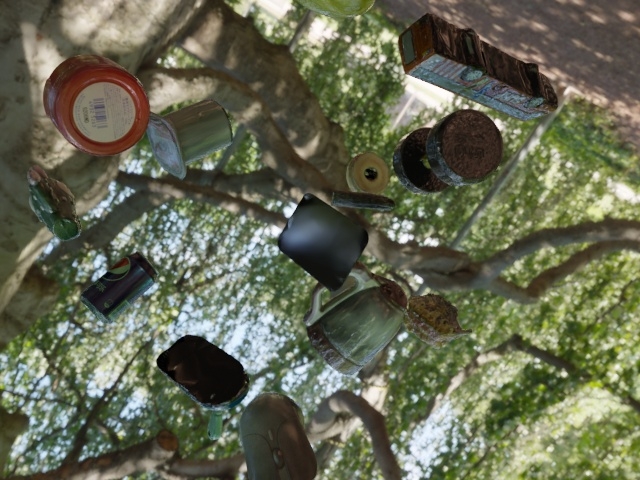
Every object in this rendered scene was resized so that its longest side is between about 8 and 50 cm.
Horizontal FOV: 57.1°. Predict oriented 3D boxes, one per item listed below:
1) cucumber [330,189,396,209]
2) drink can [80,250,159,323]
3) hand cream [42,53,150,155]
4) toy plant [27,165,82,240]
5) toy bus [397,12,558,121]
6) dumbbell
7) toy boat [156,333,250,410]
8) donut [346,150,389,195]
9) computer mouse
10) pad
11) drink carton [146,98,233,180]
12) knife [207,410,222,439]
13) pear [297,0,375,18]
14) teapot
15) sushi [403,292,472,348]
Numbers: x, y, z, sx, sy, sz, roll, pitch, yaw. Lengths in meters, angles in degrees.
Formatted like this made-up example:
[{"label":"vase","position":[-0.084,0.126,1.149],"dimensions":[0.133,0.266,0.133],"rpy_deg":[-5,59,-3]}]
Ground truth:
[{"label":"cucumber","position":[0.137,-0.125,1.884],"dimensions":[0.214,0.052,0.058],"rpy_deg":[8,150,16]},{"label":"drink can","position":[-0.555,0.129,1.638],"dimensions":[0.118,0.205,0.118],"rpy_deg":[37,156,19]},{"label":"hand cream","position":[-0.454,-0.276,1.203],"dimensions":[0.193,0.193,0.125],"rpy_deg":[19,-170,-41]},{"label":"toy plant","position":[-0.748,-0.100,1.654],"dimensions":[0.243,0.112,0.232],"rpy_deg":[30,146,63]},{"label":"toy bus","position":[0.310,-0.312,1.102],"dimensions":[0.409,0.092,0.093],"rpy_deg":[7,-113,-41]},{"label":"dumbbell","position":[0.354,-0.243,1.681],"dimensions":[0.203,0.204,0.322],"rpy_deg":[29,173,-12]},{"label":"toy boat","position":[-0.277,0.340,1.443],"dimensions":[0.134,0.092,0.299],"rpy_deg":[-37,-142,-29]},{"label":"donut","position":[0.164,-0.230,2.100],"dimensions":[0.174,0.175,0.068],"rpy_deg":[25,164,-24]},{"label":"computer mouse","position":[-0.095,0.466,1.321],"dimensions":[0.379,0.167,0.090],"rpy_deg":[-126,15,-55]},{"label":"pad","position":[0.000,0.000,1.521],"dimensions":[0.267,0.181,0.004],"rpy_deg":[38,-169,39]},{"label":"drink carton","position":[-0.370,-0.299,1.663],"dimensions":[0.185,0.191,0.189],"rpy_deg":[24,-135,39]},{"label":"knife","position":[-0.308,0.479,1.763],"dimensions":[0.034,0.260,0.063],"rpy_deg":[-1,-160,-30]},{"label":"pear","position":[0.016,-0.666,1.358],"dimensions":[0.287,0.287,0.375],"rpy_deg":[20,-178,-38]},{"label":"teapot","position":[0.110,0.221,1.867],"dimensions":[0.315,0.312,0.233],"rpy_deg":[41,-165,-21]},{"label":"sushi","position":[0.449,0.321,2.328],"dimensions":[0.184,0.139,0.274],"rpy_deg":[-24,-122,-42]}]
